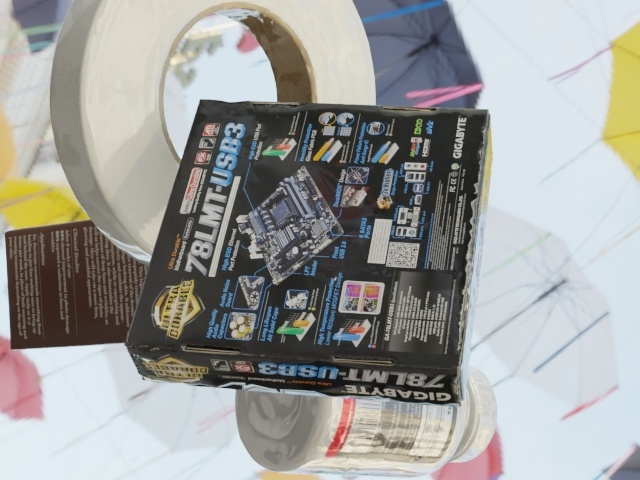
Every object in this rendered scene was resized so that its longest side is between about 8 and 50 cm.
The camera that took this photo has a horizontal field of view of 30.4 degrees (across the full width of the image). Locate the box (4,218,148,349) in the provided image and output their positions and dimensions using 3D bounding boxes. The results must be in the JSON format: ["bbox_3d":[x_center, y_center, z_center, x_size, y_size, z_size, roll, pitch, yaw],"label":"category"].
[{"bbox_3d":[-0.283,0.059,1.756,0.381,0.143,0.191,-6,-94,31],"label":"box"}]

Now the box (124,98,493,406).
[{"bbox_3d":[0.000,0.000,1.082,0.293,0.296,0.073,2,-37,13],"label":"box"}]

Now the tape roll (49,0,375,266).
[{"bbox_3d":[-0.102,-0.148,1.269,0.072,0.392,0.392,8,-69,49],"label":"tape roll"}]

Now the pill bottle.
[{"bbox_3d":[0.067,0.203,1.452,0.176,0.318,0.176,-15,-111,47],"label":"pill bottle"}]
